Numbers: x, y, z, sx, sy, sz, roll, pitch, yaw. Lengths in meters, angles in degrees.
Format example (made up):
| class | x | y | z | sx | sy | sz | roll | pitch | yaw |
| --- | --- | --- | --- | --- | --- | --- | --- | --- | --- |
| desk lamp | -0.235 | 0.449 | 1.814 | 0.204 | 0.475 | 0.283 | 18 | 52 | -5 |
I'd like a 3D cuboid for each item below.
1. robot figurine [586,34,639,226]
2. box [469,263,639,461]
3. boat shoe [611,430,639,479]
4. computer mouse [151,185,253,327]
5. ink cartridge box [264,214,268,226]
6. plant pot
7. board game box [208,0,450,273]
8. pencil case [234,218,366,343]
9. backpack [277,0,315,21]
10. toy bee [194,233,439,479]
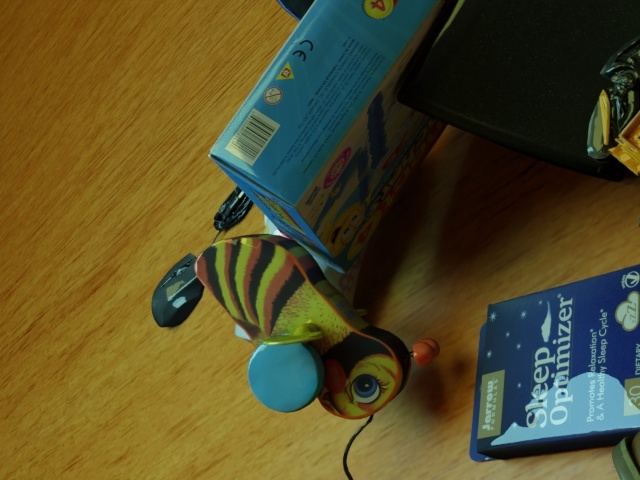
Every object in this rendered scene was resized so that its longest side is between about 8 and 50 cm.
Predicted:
| class | x | y | z | sx | sy | sz | roll | pitch | yaw |
| --- | --- | --- | --- | --- | --- | --- | --- | --- | --- |
| robot figurine | 0.319 | -0.117 | 0.776 | 0.211 | 0.085 | 0.291 | 43 | 101 | 21 |
| box | 0.197 | 0.106 | 0.940 | 0.225 | 0.036 | 0.136 | -23 | 52 | 50 |
| boat shoe | 0.298 | 0.204 | 0.666 | 0.104 | 0.111 | 0.307 | -52 | 44 | 16 |
| computer mouse | -0.165 | 0.017 | 1.538 | 0.242 | 0.041 | 0.071 | -57 | 32 | 14 |
| ink cartridge box | 0.012 | -0.074 | 1.349 | 0.179 | 0.045 | 0.145 | -25 | 47 | 23 |
| plant pot | 0.202 | -0.145 | 0.937 | 0.167 | 0.187 | 0.188 | 35 | 102 | 20 |
| board game box | 0.054 | -0.140 | 1.018 | 0.308 | 0.086 | 0.302 | -56 | -14 | -4 |
| pencil case | 0.000 | 0.000 | 1.214 | 0.113 | 0.124 | 0.273 | 48 | -124 | -76 |
| backpack | 0.030 | -0.404 | 1.342 | 0.263 | 0.276 | 0.213 | -37 | 29 | 34 |
| toy bee | 0.022 | 0.103 | 1.065 | 0.162 | 0.298 | 0.195 | -31 | 16 | 15 |
